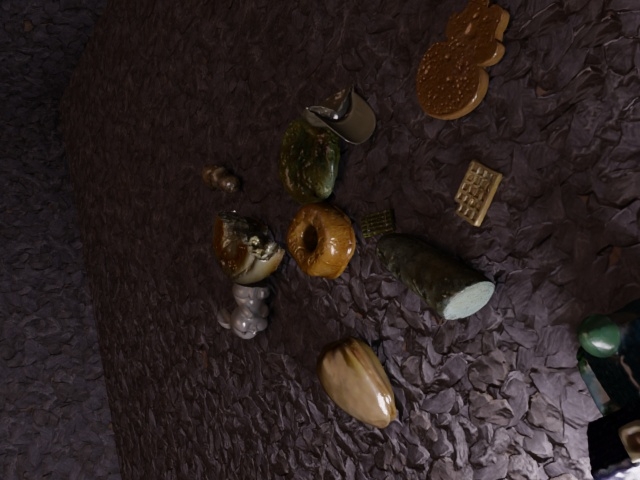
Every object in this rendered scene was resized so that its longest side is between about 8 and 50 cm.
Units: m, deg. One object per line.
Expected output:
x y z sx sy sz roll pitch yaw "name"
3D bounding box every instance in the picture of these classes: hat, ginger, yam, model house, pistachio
0.054 -0.329 1.680 0.173 0.166 0.144 60 160 0 "hat"
-0.359 -0.220 2.181 0.204 0.080 0.104 19 119 50 "ginger"
0.248 0.073 1.423 0.330 0.133 0.133 37 117 46 "yam"
0.530 0.258 0.986 0.243 0.284 0.298 -44 58 35 "model house"
0.092 0.379 1.598 0.260 0.163 0.212 61 154 12 "pistachio"

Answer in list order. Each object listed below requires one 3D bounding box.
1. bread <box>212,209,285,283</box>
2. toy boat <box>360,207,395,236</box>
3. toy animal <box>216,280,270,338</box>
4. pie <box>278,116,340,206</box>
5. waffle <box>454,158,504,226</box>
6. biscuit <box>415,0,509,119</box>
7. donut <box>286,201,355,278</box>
-0.237 0.043 1.963 0.314 0.171 0.192 33 114 45 "bread"
0.154 -0.047 1.622 0.115 0.016 0.063 -15 79 48 "toy boat"
-0.250 0.220 2.016 0.178 0.127 0.193 33 116 47 "toy animal"
-0.039 -0.236 1.804 0.277 0.079 0.277 -2 87 52 "pie"
0.355 -0.109 1.382 0.092 0.021 0.135 41 119 40 "waffle"
0.326 -0.416 1.398 0.202 0.044 0.288 48 123 37 "biscuit"
0.000 -0.002 1.731 0.227 0.114 0.226 -3 86 50 "donut"
